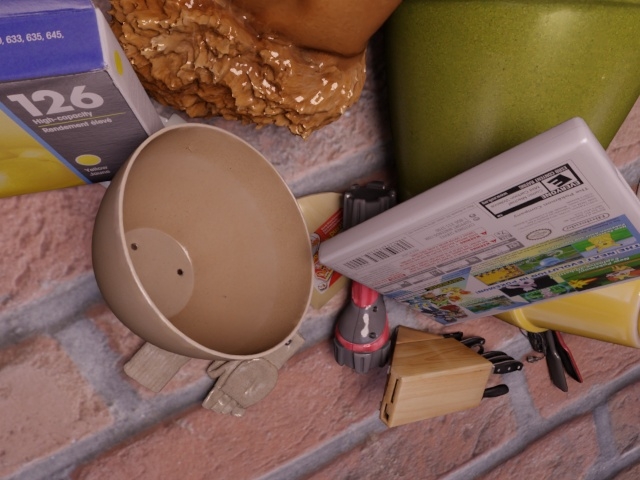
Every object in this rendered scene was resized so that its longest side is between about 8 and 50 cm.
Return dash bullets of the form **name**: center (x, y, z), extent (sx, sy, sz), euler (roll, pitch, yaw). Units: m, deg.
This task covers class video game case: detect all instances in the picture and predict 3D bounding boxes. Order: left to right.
- **video game case**: center (0.214, 0.019, 0.535), extent (0.299, 0.036, 0.328), euler (28, 141, -34)

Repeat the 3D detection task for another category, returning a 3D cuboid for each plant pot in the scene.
- **plant pot**: center (-0.171, 0.021, 0.548), extent (0.190, 0.284, 0.284), euler (-20, 115, 34)
- **plant pot**: center (0.244, -0.196, 0.573), extent (0.365, 0.367, 0.354), euler (-5, 118, -14)
- **plant pot**: center (0.431, 0.053, 0.696), extent (0.253, 0.239, 0.255), euler (-10, 109, -30)

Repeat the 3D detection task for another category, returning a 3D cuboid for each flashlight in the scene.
- **flashlight**: center (0.070, 0.067, 0.682), extent (0.103, 0.103, 0.305), euler (-11, 118, -20)

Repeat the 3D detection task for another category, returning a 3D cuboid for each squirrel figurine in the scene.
- **squirrel figurine**: center (-0.115, -0.287, 0.419), extent (0.369, 0.281, 0.397), euler (-2, 132, -22)

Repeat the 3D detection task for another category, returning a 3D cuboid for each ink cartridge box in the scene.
- **ink cartridge box**: center (-0.342, -0.134, 0.427), extent (0.303, 0.307, 0.072), euler (-9, 77, -6)

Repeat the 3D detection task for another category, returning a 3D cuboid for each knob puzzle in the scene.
- **knob puzzle**: center (0.000, 0.000, 0.695), extent (0.212, 0.030, 0.214), euler (-11, 117, -22)

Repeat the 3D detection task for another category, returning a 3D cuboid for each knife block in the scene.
- **knife block**: center (0.237, 0.239, 0.730), extent (0.241, 0.275, 0.088), euler (13, 102, 12)

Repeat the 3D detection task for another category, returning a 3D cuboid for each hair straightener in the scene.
- **hair straightener**: center (0.480, 0.231, 0.889), extent (0.088, 0.047, 0.231), euler (-30, 110, -6)

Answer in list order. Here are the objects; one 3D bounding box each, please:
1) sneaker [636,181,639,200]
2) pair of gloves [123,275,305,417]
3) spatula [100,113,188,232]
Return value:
- **sneaker**: center (0.722, -0.198, 0.781), extent (0.135, 0.150, 0.367), euler (-8, 107, -14)
- **pair of gloves**: center (-0.171, 0.183, 0.705), extent (0.240, 0.042, 0.204), euler (35, 90, -23)
- **spatula**: center (-0.289, -0.139, 0.596), extent (0.242, 0.019, 0.168), euler (37, 94, -21)
